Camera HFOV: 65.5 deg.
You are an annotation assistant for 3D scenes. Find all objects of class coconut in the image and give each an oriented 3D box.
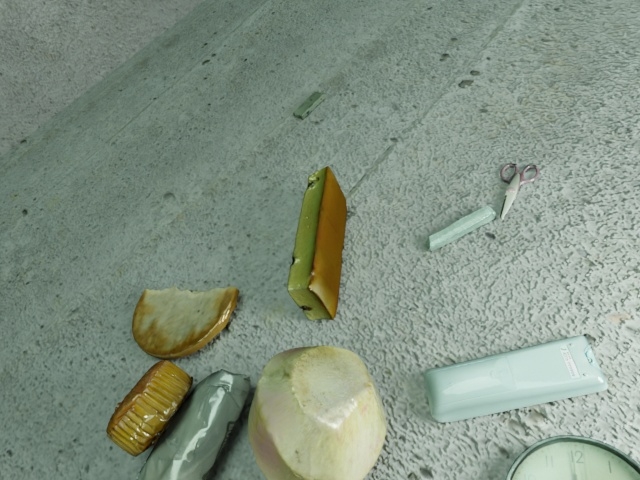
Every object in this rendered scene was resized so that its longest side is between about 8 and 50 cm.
[{"bbox_3d":[-0.009,0.315,0.864,0.259,0.259,0.259,-14,48,16],"label":"coconut"}]

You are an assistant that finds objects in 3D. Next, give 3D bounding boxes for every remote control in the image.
[{"bbox_3d":[0.331,0.240,0.875,0.293,0.051,0.103,-16,47,13],"label":"remote control"}]

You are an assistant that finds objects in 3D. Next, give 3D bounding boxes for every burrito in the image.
[{"bbox_3d":[-0.282,0.454,0.971,0.139,0.101,0.445,7,58,36],"label":"burrito"}]

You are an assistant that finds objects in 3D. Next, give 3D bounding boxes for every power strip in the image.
[{"bbox_3d":[-0.033,-0.454,1.656,0.051,0.019,0.136,27,69,41],"label":"power strip"}]

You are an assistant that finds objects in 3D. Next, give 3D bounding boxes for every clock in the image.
[{"bbox_3d":[0.382,0.398,0.719,0.226,0.049,0.226,-14,50,17],"label":"clock"}]

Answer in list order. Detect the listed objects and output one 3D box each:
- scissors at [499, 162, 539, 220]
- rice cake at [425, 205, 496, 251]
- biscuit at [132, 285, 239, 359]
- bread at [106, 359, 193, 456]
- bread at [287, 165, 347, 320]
[{"bbox_3d":[0.438,-0.113,1.133,0.085,0.022,0.176,11,56,32],"label":"scissors"},{"bbox_3d":[0.313,-0.027,1.121,0.171,0.029,0.033,-29,52,4],"label":"rice cake"},{"bbox_3d":[-0.357,0.205,1.257,0.309,0.040,0.204,-4,52,25],"label":"biscuit"},{"bbox_3d":[-0.358,0.341,1.038,0.199,0.104,0.199,-51,6,8],"label":"bread"},{"bbox_3d":[0.000,0.000,1.180,0.077,0.138,0.361,-10,49,22],"label":"bread"}]
